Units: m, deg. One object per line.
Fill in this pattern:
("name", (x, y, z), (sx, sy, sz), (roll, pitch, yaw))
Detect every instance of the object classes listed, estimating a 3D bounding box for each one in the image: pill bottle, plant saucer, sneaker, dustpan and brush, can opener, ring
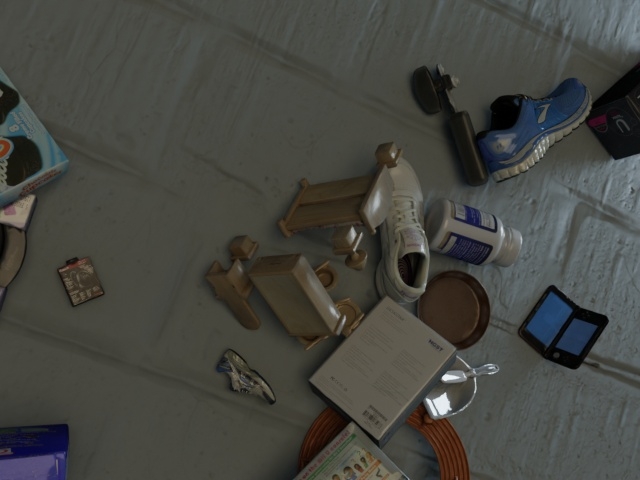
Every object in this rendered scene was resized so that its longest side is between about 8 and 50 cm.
("pill bottle", (0.315, -0.009, 1.637), (0.187, 0.112, 0.112), (18, 79, -14))
("plant saucer", (0.275, 0.146, 1.652), (0.168, 0.029, 0.168), (2, 83, -16))
("sneaker", (0.453, -0.267, 1.680), (0.330, 0.130, 0.147), (-40, 100, -28))
("dustpan and brush", (0.285, 0.279, 1.615), (0.211, 0.060, 0.147), (2, 54, -42))
("can opener", (0.283, -0.245, 1.685), (0.093, 0.074, 0.280), (-22, 89, 17))
("ring", (0.123, 0.448, 1.515), (0.336, 0.032, 0.336), (1, 70, -3))
("sneaker", (0.175, -0.024, 1.576), (0.114, 0.152, 0.305), (-2, 83, -15))
("sneaker", (-0.143, 0.270, 1.507), (0.135, 0.052, 0.058), (44, 84, 0))

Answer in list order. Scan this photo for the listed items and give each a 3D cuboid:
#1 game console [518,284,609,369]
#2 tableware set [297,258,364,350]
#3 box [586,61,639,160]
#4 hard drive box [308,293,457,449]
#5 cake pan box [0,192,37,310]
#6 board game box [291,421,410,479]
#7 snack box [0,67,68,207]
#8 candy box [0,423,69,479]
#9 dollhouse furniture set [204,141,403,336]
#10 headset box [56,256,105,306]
("game console", (0.523, 0.184, 1.696), (0.144, 0.124, 0.085), (-51, 126, -15))
("tableware set", (-0.008, 0.127, 1.537), (0.141, 0.020, 0.168), (-32, 71, -6))
("box", (0.756, -0.325, 1.776), (0.270, 0.165, 0.143), (-41, 97, -17))
("hard drive box", (0.121, 0.251, 1.523), (0.181, 0.089, 0.232), (38, 74, 22))
("cake pan box", (-0.650, 0.001, 1.370), (0.267, 0.070, 0.245), (19, 81, -14))
("board game box", (0.080, 0.516, 1.421), (0.224, 0.097, 0.303), (-41, 78, -17))
("snack box", (-0.608, -0.211, 1.366), (0.187, 0.060, 0.322), (-35, 85, -28))
("candy box", (-0.533, 0.371, 1.232), (0.268, 0.317, 0.122), (0, 84, -17))
("dollhouse furniture set", (0.000, 0.000, 1.540), (0.174, 0.303, 0.355), (59, 41, -31))
("headset box", (-0.439, 0.072, 1.442), (0.062, 0.032, 0.083), (-24, 90, -18))
